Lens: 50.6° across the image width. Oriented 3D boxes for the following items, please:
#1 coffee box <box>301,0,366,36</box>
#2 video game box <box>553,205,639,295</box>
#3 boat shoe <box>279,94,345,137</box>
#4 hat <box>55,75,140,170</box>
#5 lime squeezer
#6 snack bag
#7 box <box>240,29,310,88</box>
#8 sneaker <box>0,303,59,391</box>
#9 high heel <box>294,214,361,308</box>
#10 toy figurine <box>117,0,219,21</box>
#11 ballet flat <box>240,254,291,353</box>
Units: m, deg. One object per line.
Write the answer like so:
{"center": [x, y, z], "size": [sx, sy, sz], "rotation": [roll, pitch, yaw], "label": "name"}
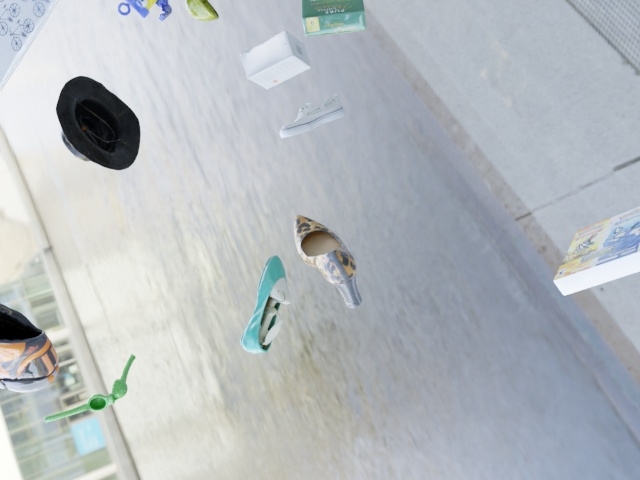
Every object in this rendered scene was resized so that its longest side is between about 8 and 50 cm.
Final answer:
{"center": [0.021, -0.434, 1.229], "size": [0.184, 0.113, 0.040], "rotation": [-95, -2, -46], "label": "coffee box"}
{"center": [0.574, 0.010, 1.317], "size": [0.048, 0.187, 0.205], "rotation": [53, 137, -7], "label": "video game box"}
{"center": [-0.033, -0.369, 2.002], "size": [0.083, 0.226, 0.075], "rotation": [-1, 112, 57], "label": "boat shoe"}
{"center": [-0.720, -0.340, 2.126], "size": [0.134, 0.331, 0.331], "rotation": [-29, 79, 30], "label": "hat"}
{"center": [-0.623, 0.429, 1.921], "size": [0.110, 0.310, 0.059], "rotation": [31, 136, 24], "label": "lime squeezer"}
{"center": [-0.793, -0.581, 1.583], "size": [0.342, 0.037, 0.323], "rotation": [46, 114, 1], "label": "snack bag"}
{"center": [-0.140, -0.563, 2.121], "size": [0.130, 0.170, 0.091], "rotation": [8, -117, -66], "label": "box"}
{"center": [-0.650, 0.185, 1.232], "size": [0.124, 0.321, 0.180], "rotation": [-101, 13, -45], "label": "sneaker"}
{"center": [0.000, 0.000, 1.371], "size": [0.261, 0.093, 0.186], "rotation": [55, 173, 33], "label": "high heel"}
{"center": [-0.505, -0.737, 2.013], "size": [0.362, 0.217, 0.191], "rotation": [42, -176, -38], "label": "toy figurine"}
{"center": [-0.118, 0.163, 1.664], "size": [0.087, 0.083, 0.247], "rotation": [17, 88, 29], "label": "ballet flat"}
